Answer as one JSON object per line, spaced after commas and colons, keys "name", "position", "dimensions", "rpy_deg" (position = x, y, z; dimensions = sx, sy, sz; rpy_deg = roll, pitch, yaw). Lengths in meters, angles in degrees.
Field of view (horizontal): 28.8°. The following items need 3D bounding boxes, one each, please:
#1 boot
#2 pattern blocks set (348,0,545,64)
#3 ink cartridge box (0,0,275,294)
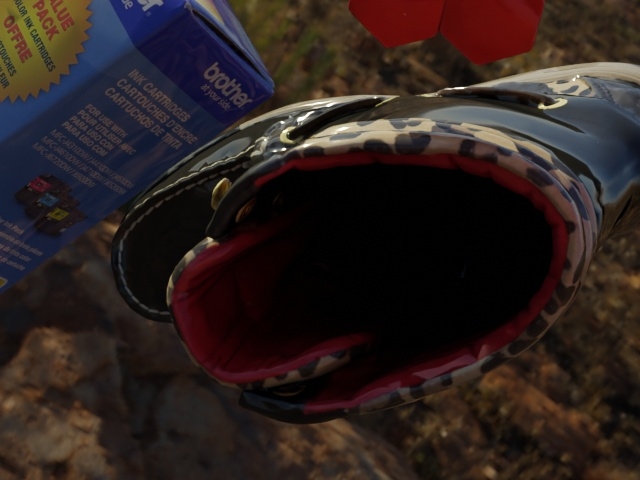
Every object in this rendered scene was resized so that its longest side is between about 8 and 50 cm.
{"name": "boot", "position": [0.000, 0.000, 0.668], "dimensions": [0.284, 0.378, 0.138], "rpy_deg": [-32, 111, -65]}
{"name": "pattern blocks set", "position": [0.177, -0.181, 0.455], "dimensions": [0.325, 0.285, 0.026], "rpy_deg": [9, 21, 12]}
{"name": "ink cartridge box", "position": [-0.221, -0.160, 0.975], "dimensions": [0.270, 0.395, 0.151], "rpy_deg": [60, 9, 28]}
